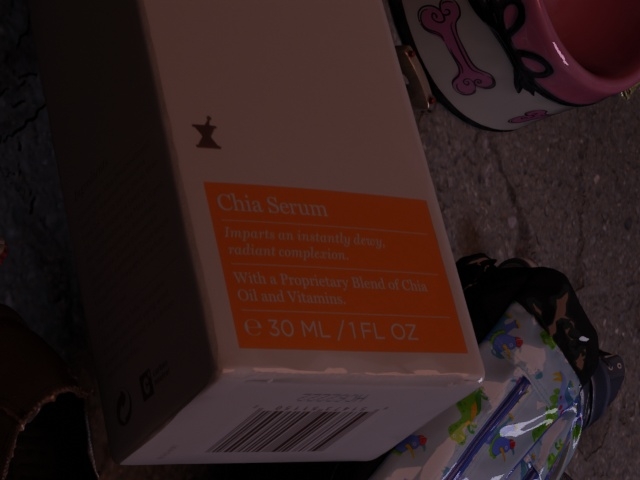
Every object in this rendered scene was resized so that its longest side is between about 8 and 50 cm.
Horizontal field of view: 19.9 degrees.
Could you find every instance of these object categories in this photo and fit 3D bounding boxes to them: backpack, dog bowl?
[{"bbox_3d":[0.062,0.209,1.605,0.355,0.290,0.273,-38,107,-37],"label":"backpack"},{"bbox_3d":[0.241,-0.319,1.925,0.408,0.150,0.408,0,90,-51],"label":"dog bowl"}]

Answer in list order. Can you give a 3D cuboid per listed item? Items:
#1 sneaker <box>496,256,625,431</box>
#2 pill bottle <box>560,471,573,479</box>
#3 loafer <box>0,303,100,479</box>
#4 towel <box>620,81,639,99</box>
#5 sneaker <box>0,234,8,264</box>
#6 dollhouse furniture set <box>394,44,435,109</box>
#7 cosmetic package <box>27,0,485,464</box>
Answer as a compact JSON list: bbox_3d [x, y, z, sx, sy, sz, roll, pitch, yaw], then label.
[{"bbox_3d":[0.256,0.111,1.993,0.163,0.086,0.226,-22,110,-46],"label":"sneaker"},{"bbox_3d":[0.198,0.275,1.891,0.246,0.130,0.130,44,57,-42],"label":"pill bottle"},{"bbox_3d":[-0.212,0.228,1.326,0.134,0.130,0.366,-30,127,-34],"label":"loafer"},{"bbox_3d":[0.376,-0.249,2.194,0.148,0.027,0.110,-49,126,-38],"label":"towel"},{"bbox_3d":[-0.330,0.031,1.241,0.112,0.121,0.299,57,34,3],"label":"sneaker"},{"bbox_3d":[-0.007,-0.160,1.628,0.129,0.129,0.183,-51,128,-38],"label":"dollhouse furniture set"},{"bbox_3d":[-0.061,-0.072,1.355,0.230,0.161,0.453,3,61,-34],"label":"cosmetic package"}]
